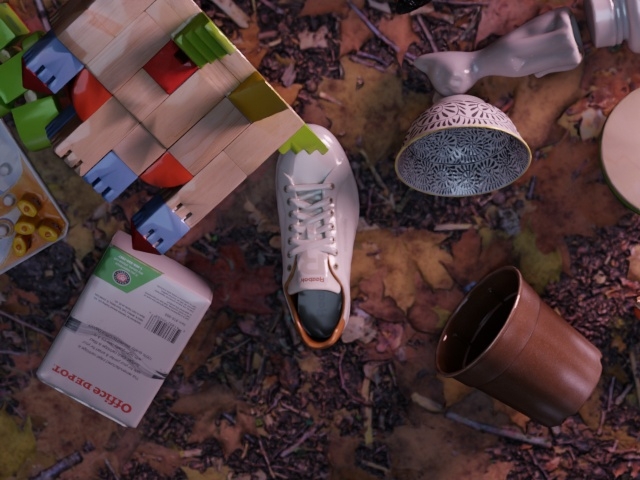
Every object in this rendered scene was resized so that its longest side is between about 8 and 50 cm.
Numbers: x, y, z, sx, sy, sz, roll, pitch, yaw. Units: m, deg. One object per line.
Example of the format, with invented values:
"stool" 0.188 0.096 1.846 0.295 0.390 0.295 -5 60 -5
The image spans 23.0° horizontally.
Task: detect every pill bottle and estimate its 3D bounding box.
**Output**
"pill bottle" 0.433 -0.295 1.913 0.214 0.117 0.117 -11 105 4

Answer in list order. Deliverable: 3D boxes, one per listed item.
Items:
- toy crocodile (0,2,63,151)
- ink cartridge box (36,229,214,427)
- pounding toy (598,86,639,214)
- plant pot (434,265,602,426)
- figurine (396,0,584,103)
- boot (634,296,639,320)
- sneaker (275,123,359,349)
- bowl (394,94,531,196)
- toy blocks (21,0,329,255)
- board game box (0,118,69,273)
"toy crocodile" -0.410 -0.264 1.948 0.115 0.105 0.341 -32 98 12
"ink cartridge box" -0.254 0.116 2.052 0.153 0.087 0.208 31 103 -8
"pounding toy" 0.444 -0.123 1.985 0.182 0.110 0.237 14 76 8
"plant pot" 0.262 0.145 2.025 0.165 0.167 0.167 34 103 -17
"figurine" 0.197 -0.276 1.930 0.209 0.092 0.215 -15 116 18
"boot" 0.465 0.137 2.067 0.158 0.059 0.085 32 108 -9
"sneaker" 0.000 0.000 2.000 0.105 0.123 0.290 -5 104 4
"bowl" 0.175 -0.130 1.967 0.170 0.170 0.080 -2 62 1
"toy blocks" -0.214 -0.164 1.893 0.261 0.191 0.381 -42 116 3
"board game box" -0.587 -0.074 2.022 0.390 0.050 0.390 -30 104 8
